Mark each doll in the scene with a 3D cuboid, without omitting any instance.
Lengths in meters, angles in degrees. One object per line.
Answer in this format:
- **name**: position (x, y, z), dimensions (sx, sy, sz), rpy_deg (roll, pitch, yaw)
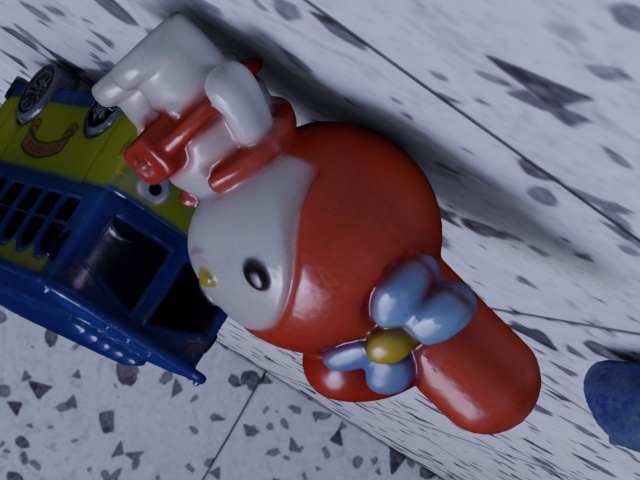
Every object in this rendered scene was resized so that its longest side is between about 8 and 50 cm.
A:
- **doll**: position (0.000, 0.000, 0.857), dimensions (0.290, 0.130, 0.161), rpy_deg (46, 155, -9)

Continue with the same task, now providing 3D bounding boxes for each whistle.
- **whistle**: position (0.234, 0.106, 0.922), dimensions (0.062, 0.062, 0.304), rpy_deg (32, 171, -12)

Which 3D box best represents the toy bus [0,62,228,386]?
- **toy bus**: position (-0.154, -0.017, 1.108), dimensions (0.138, 0.175, 0.288), rpy_deg (36, 169, -30)
